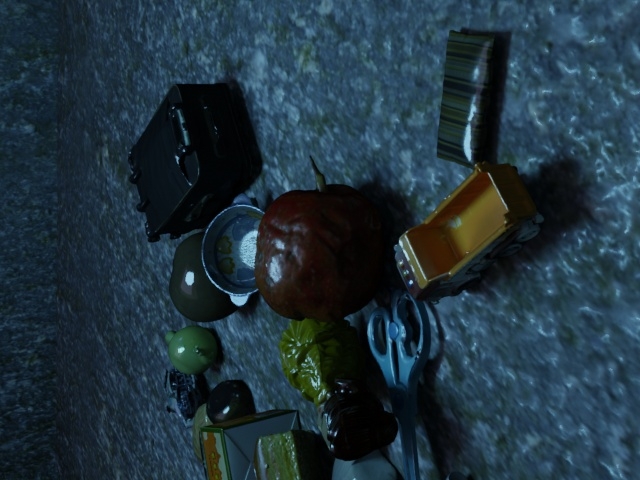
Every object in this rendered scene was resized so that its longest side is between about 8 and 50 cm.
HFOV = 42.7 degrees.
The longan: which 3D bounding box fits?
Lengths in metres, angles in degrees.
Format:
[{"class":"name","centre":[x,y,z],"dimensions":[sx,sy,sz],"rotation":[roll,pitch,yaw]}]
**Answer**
[{"class":"longan","centre":[-0.267,0.090,1.979],"dimensions":[0.197,0.197,0.220],"rotation":[3,87,59]}]

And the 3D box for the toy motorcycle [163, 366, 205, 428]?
[{"class":"toy motorcycle","centre":[-0.378,0.467,2.327],"dimensions":[0.239,0.108,0.204],"rotation":[-91,-5,-63]}]

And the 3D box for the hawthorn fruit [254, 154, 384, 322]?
[{"class":"hawthorn fruit","centre":[0.000,0.023,1.489],"dimensions":[0.261,0.258,0.258],"rotation":[-56,47,21]}]

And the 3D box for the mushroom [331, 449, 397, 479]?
[{"class":"mushroom","centre":[0.073,0.554,1.617],"dimensions":[0.159,0.122,0.328],"rotation":[-76,-7,-69]}]

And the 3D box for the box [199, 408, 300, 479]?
[{"class":"box","centre":[-0.153,0.493,1.875],"dimensions":[0.148,0.195,0.177],"rotation":[-18,82,58]}]

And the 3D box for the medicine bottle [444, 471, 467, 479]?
[{"class":"medicine bottle","centre":[0.210,0.488,1.414],"dimensions":[0.092,0.061,0.220],"rotation":[35,130,20]}]

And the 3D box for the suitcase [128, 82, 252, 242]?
[{"class":"suitcase","centre":[-0.325,-0.185,2.012],"dimensions":[0.434,0.194,0.283],"rotation":[-41,62,54]}]

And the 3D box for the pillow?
[{"class":"pillow","centre":[0.222,-0.215,1.252],"dimensions":[0.113,0.038,0.203],"rotation":[32,122,56]}]

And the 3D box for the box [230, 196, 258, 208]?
[{"class":"box","centre":[-0.192,-0.059,1.949],"dimensions":[0.098,0.062,0.045],"rotation":[-46,62,50]}]

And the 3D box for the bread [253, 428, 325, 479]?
[{"class":"bread","centre":[-0.054,0.520,1.724],"dimensions":[0.184,0.111,0.234],"rotation":[39,-146,-72]}]

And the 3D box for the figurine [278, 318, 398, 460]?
[{"class":"figurine","centre":[0.023,0.275,1.469],"dimensions":[0.315,0.168,0.187],"rotation":[-113,37,-66]}]

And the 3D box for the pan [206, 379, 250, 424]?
[{"class":"pan","centre":[-0.221,0.427,2.056],"dimensions":[0.128,0.048,0.202],"rotation":[-53,44,-2]}]

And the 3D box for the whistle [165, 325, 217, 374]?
[{"class":"whistle","centre":[-0.359,0.289,2.274],"dimensions":[0.294,0.141,0.141],"rotation":[-157,63,-75]}]

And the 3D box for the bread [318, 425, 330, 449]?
[{"class":"bread","centre":[0.055,0.356,1.602],"dimensions":[0.084,0.109,0.080],"rotation":[-20,102,44]}]

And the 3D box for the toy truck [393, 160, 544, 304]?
[{"class":"toy truck","centre":[0.215,-0.004,1.213],"dimensions":[0.270,0.135,0.114],"rotation":[-51,54,50]}]

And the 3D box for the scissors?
[{"class":"scissors","centre":[0.151,0.275,1.440],"dimensions":[0.180,0.032,0.392],"rotation":[-28,64,60]}]

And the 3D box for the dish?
[{"class":"dish","centre":[-0.151,0.028,1.857],"dimensions":[0.228,0.086,0.236],"rotation":[25,97,23]}]

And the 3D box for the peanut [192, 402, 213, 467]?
[{"class":"peanut","centre":[-0.260,0.541,2.149],"dimensions":[0.233,0.110,0.196],"rotation":[42,131,50]}]
